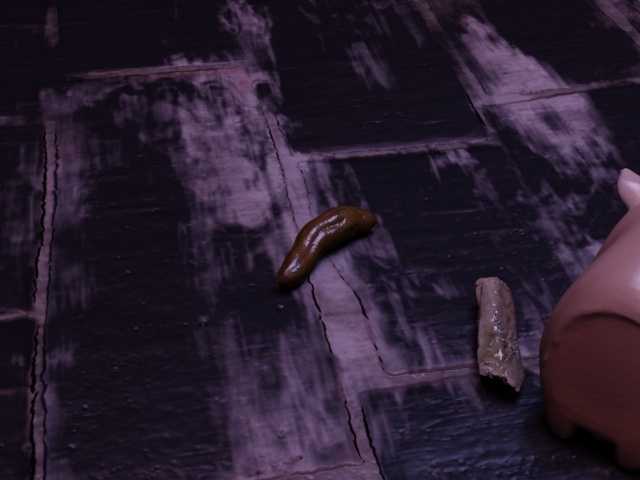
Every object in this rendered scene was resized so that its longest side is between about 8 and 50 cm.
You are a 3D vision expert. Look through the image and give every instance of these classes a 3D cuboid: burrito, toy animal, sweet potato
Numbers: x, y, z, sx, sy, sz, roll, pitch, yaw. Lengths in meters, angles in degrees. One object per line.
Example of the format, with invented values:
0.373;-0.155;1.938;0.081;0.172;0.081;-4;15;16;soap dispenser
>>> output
0.201;0.105;1.182;0.051;0.042;0.171;26;41;-15;burrito
0.355;0.079;1.083;0.195;0.213;0.256;19;41;28;toy animal
-0.002;0.000;1.312;0.053;0.054;0.182;20;43;36;sweet potato
